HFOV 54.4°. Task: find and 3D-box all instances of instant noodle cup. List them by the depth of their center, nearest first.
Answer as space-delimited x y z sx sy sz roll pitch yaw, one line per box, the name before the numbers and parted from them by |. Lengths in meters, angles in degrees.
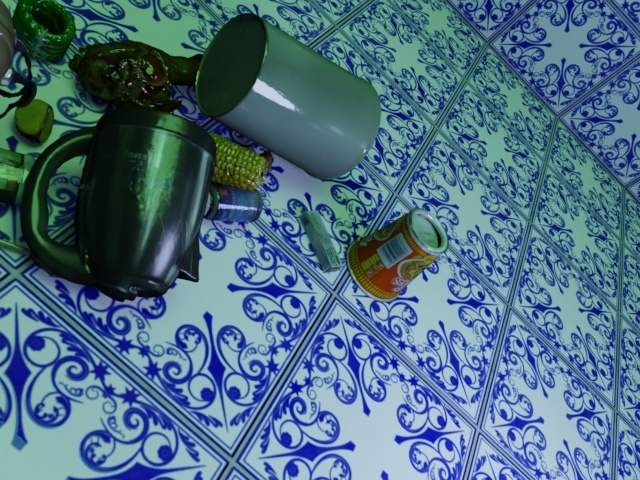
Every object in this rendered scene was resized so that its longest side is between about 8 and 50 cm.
instant noodle cup | 0.200 0.024 1.558 0.193 0.212 0.193 24 46 -27

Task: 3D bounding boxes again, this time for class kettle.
kettle | -0.362 -0.054 1.120 0.321 0.228 0.324 13 70 -22

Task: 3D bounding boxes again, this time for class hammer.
hammer | -0.540 -0.001 1.067 0.195 0.028 0.060 26 39 -29

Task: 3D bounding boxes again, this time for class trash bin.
trash bin | -0.056 -0.326 1.494 0.432 0.280 0.280 21 47 -45

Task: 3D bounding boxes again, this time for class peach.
peach | -0.547 -0.226 1.203 0.077 0.050 0.083 -29 71 -26

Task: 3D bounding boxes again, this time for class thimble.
thimble | -0.583 -0.445 1.308 0.118 0.090 0.130 12 53 -37

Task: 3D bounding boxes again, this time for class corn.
corn | -0.266 -0.190 1.328 0.318 0.115 0.115 24 43 1

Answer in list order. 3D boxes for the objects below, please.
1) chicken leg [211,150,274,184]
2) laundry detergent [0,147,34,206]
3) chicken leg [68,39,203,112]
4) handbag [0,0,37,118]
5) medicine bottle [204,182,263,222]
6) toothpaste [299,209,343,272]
chicken leg | -0.183 -0.167 1.469 0.228 0.088 0.103 -10 58 -52
laundry detergent | -0.613 -0.127 1.056 0.226 0.070 0.099 13 72 -34
chicken leg | -0.362 -0.371 1.412 0.361 0.140 0.211 -10 59 -41
handbag | -0.611 -0.286 1.010 0.283 0.302 0.149 16 52 -40
medicine bottle | -0.229 -0.084 1.357 0.203 0.083 0.083 2 59 -38
toothpaste | 0.000 0.000 1.534 0.046 0.034 0.164 -6 65 -45
